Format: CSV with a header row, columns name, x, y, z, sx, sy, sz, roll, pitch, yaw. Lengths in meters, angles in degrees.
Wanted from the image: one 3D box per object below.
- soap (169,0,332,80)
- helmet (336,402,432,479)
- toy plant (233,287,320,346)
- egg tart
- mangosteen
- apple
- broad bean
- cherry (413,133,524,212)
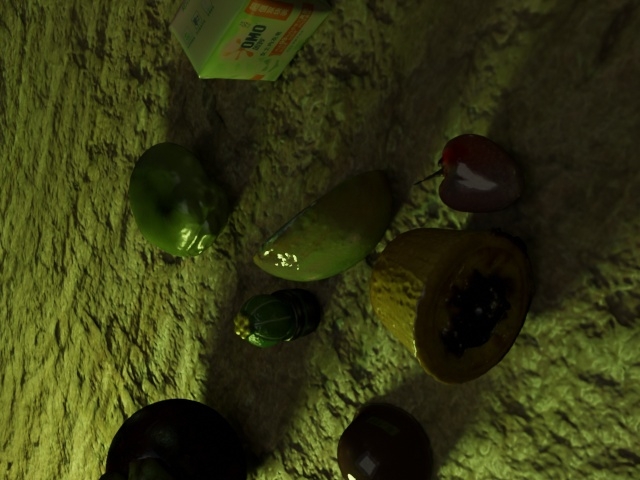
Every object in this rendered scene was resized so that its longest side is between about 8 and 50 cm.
name,x,y,z,sx,sy,sz,roll,pitch,yaw
soap,-0.119,-0.376,1.134,0.199,0.182,0.139,-42,68,40
helmet,0.080,0.347,1.095,0.175,0.106,0.155,33,117,41
toy plant,-0.078,0.134,1.176,0.092,0.162,0.093,9,103,42
egg tart,0.170,0.072,0.911,0.170,0.215,0.215,27,114,51
mangosteen,-0.306,0.466,1.358,0.300,0.300,0.301,7,101,43
apple,0.000,0.000,1.074,0.265,0.193,0.120,-40,79,37
broad bean,-0.296,-0.081,1.393,0.291,0.119,0.238,16,116,44
cherry,0.212,-0.084,0.922,0.126,0.087,0.106,35,119,14
